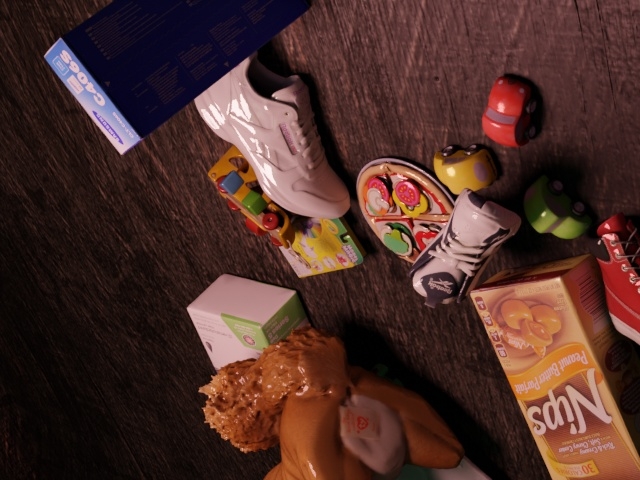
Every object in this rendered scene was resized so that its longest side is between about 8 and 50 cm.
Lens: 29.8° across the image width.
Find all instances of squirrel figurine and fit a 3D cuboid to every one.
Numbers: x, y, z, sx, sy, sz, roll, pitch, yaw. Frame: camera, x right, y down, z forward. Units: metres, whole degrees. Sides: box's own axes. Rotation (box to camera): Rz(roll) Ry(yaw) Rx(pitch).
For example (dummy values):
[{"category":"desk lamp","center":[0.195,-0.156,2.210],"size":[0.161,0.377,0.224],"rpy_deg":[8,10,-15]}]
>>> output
[{"category":"squirrel figurine","center":[-0.020,0.357,2.104],"size":[0.397,0.281,0.370],"rpy_deg":[53,144,10]}]

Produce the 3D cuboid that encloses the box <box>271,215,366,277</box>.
[{"category":"box","center":[0.000,0.000,1.989],"size":[0.179,0.043,0.105],"rpy_deg":[-11,116,54]}]

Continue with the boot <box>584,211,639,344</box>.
[{"category":"boot","center":[0.419,0.057,1.497],"size":[0.176,0.088,0.244],"rpy_deg":[65,167,-23]}]

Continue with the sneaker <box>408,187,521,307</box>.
[{"category":"sneaker","center":[0.188,0.022,1.625],"size":[0.094,0.153,0.235],"rpy_deg":[29,174,-3]}]

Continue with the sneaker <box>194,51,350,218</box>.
[{"category":"sneaker","center":[-0.051,-0.156,1.816],"size":[0.305,0.114,0.152],"rpy_deg":[45,127,-15]}]

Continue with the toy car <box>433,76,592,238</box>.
[{"category":"toy car","center":[0.265,-0.079,1.604],"size":[0.225,0.053,0.239],"rpy_deg":[44,147,4]}]

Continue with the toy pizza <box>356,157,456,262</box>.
[{"category":"toy pizza","center":[0.131,-0.035,1.816],"size":[0.201,0.032,0.201],"rpy_deg":[29,143,24]}]

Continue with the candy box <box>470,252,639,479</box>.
[{"category":"candy box","center":[0.358,0.186,1.701],"size":[0.183,0.087,0.316],"rpy_deg":[-15,101,54]}]

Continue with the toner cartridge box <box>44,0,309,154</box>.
[{"category":"toner cartridge box","center":[-0.185,-0.282,1.617],"size":[0.165,0.348,0.075],"rpy_deg":[52,147,-8]}]

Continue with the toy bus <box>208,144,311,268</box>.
[{"category":"toy bus","center":[-0.082,-0.072,1.941],"size":[0.202,0.104,0.191],"rpy_deg":[46,171,-28]}]

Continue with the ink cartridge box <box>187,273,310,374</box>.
[{"category":"ink cartridge box","center":[-0.104,0.214,2.260],"size":[0.198,0.115,0.273],"rpy_deg":[10,133,41]}]

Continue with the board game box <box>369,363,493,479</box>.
[{"category":"board game box","center":[0.178,0.438,2.248],"size":[0.390,0.050,0.390],"rpy_deg":[41,146,8]}]
